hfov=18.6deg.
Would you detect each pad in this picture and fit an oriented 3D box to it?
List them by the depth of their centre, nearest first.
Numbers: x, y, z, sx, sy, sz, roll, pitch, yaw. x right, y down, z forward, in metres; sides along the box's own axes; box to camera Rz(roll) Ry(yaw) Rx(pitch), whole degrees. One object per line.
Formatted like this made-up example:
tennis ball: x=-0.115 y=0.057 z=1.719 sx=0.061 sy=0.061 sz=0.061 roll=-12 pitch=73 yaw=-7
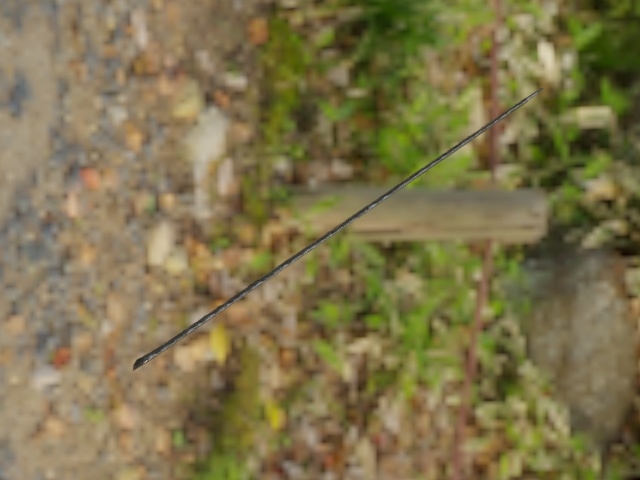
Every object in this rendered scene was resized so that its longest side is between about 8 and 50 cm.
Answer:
pad: x=0.000 y=0.000 z=0.642 sx=0.003 sy=0.143 sz=0.211 roll=56 pitch=-5 yaw=0
